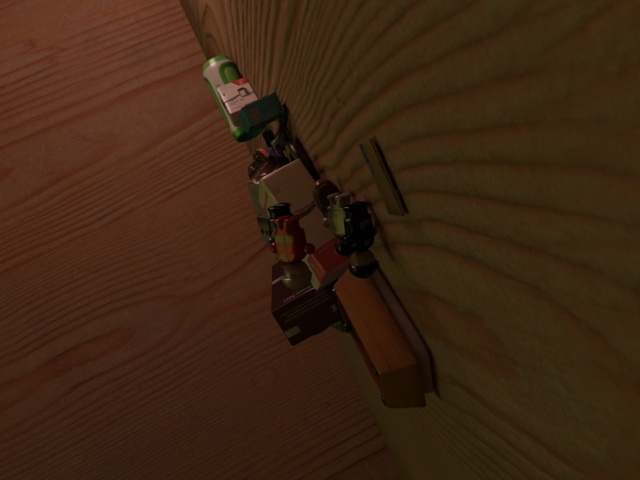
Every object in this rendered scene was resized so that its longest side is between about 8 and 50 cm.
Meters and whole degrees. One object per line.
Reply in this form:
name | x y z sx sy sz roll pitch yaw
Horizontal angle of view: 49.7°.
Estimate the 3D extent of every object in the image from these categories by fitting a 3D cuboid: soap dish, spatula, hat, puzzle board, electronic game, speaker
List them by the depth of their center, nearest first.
puzzle board | 0.098 -0.100 1.092 0.096 0.011 0.128 -152 37 -82
soap dish | 0.136 0.216 1.540 0.229 0.118 0.291 72 171 -53
electronic game | -0.042 -0.164 1.865 0.229 0.048 0.229 155 90 -84
spatula | -0.114 -0.288 1.875 0.296 0.030 0.084 115 135 -65
hat | -0.171 -0.210 2.413 0.332 0.133 0.331 63 175 10
speaker | -0.312 -0.504 2.457 0.297 0.131 0.131 64 174 8

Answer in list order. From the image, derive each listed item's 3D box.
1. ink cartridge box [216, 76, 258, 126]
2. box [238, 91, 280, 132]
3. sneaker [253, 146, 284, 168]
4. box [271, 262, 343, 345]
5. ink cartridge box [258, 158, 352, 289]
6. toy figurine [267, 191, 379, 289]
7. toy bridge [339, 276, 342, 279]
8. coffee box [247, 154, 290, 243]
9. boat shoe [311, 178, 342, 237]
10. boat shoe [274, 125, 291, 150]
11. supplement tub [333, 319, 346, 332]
ink cartridge box | -0.268 -0.464 2.309 0.063 0.109 0.151 78 166 -52
box | -0.172 -0.358 1.954 0.060 0.100 0.244 64 175 -8
sneaker | -0.112 -0.215 2.183 0.221 0.087 0.083 51 141 3
box | -0.045 0.154 2.158 0.143 0.191 0.381 58 -174 -20
ink cartridge box | -0.031 -0.037 1.727 0.283 0.117 0.207 56 168 9
toy figurine | 0.000 0.000 1.378 0.209 0.212 0.148 -137 36 -72
toy bridge | 0.038 0.059 2.189 0.188 0.026 0.063 62 173 14
coffee box | -0.125 -0.115 2.093 0.098 0.141 0.247 13 139 23
boat shoe | 0.039 -0.062 1.540 0.060 0.064 0.178 48 170 52
boat shoe | -0.112 -0.292 1.980 0.137 0.043 0.049 100 146 -78
supplement tub | 0.083 0.236 2.163 0.106 0.106 0.198 64 173 2
